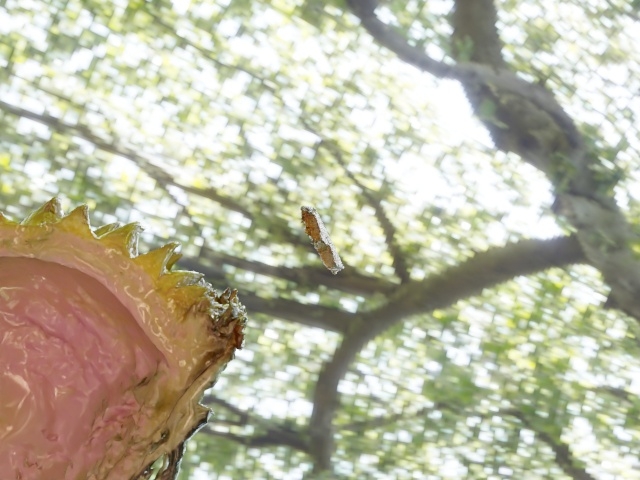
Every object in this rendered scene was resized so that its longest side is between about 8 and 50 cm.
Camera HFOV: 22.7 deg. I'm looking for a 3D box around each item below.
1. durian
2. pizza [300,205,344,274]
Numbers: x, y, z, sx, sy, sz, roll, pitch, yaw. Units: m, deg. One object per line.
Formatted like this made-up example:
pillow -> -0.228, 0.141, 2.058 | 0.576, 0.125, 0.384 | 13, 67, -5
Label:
durian -> -0.173, 0.095, 0.887 | 0.185, 0.195, 0.305 | 38, -77, -1
pizza -> 0.000, 0.000, 1.333 | 0.016, 0.083, 0.037 | -24, -139, 6
